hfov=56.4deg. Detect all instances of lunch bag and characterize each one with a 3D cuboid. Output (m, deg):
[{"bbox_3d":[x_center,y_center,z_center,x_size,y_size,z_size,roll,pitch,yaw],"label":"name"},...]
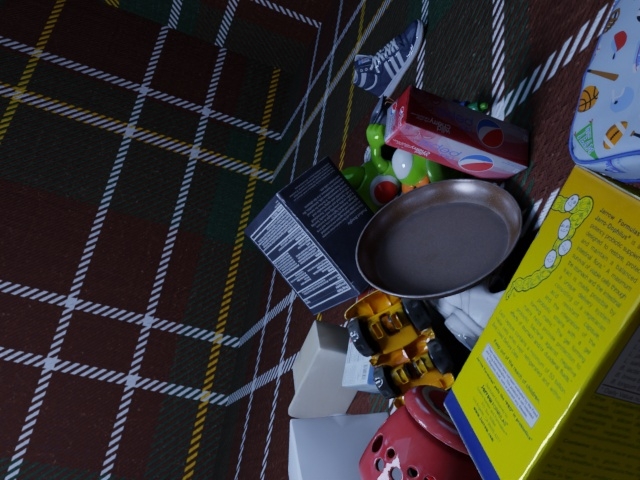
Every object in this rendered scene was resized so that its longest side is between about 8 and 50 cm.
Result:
[{"bbox_3d":[0.456,-0.214,0.755,0.243,0.115,0.303,-179,106,-71],"label":"lunch bag"}]

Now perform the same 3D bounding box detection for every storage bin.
[{"bbox_3d":[0.203,-0.359,1.744,0.135,0.091,0.098,-76,13,-52],"label":"storage bin"}]

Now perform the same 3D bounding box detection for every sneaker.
[{"bbox_3d":[0.179,-0.257,1.638,0.270,0.090,0.145,105,166,-49],"label":"sneaker"},{"bbox_3d":[0.204,-0.584,1.883,0.099,0.153,0.282,-91,24,-46],"label":"sneaker"},{"bbox_3d":[0.275,0.109,1.094,0.129,0.111,0.297,-49,19,5],"label":"sneaker"}]

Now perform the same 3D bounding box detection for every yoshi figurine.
[{"bbox_3d":[0.175,-0.200,1.500,0.362,0.203,0.203,-24,4,37],"label":"yoshi figurine"}]

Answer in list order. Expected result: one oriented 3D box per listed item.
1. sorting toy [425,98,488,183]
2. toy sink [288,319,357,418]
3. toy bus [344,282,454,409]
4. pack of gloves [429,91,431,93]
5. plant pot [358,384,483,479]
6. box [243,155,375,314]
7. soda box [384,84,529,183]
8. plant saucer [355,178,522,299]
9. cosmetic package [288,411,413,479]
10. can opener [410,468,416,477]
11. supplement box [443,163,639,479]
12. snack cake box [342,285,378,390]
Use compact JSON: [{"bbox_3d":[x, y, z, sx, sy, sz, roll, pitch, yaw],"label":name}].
[{"bbox_3d":[0.302,-0.142,1.253,0.126,0.127,0.366,-10,64,46],"label":"sorting toy"},{"bbox_3d":[0.017,0.348,1.578,0.131,0.152,0.234,-104,33,-61],"label":"toy sink"},{"bbox_3d":[0.168,0.198,1.188,0.149,0.220,0.211,-30,-9,13],"label":"toy bus"},{"bbox_3d":[0.239,-0.274,1.654,0.232,0.046,0.195,123,157,-43],"label":"pack of gloves"},{"bbox_3d":[0.181,0.343,0.971,0.174,0.191,0.191,-65,17,10],"label":"plant pot"},{"bbox_3d":[0.000,0.000,1.474,0.182,0.294,0.296,-39,2,-27],"label":"box"},{"bbox_3d":[0.256,-0.193,1.118,0.092,0.263,0.083,141,142,-63],"label":"soda box"},{"bbox_3d":[0.218,0.002,1.107,0.311,0.310,0.050,-90,-22,-51],"label":"plant saucer"},{"bbox_3d":[0.066,0.500,1.083,0.385,0.217,0.156,-108,19,-64],"label":"cosmetic package"},{"bbox_3d":[0.186,0.365,1.159,0.073,0.059,0.186,120,161,-64],"label":"can opener"},{"bbox_3d":[0.328,0.127,0.686,0.195,0.194,0.357,-110,40,-64],"label":"supplement box"},{"bbox_3d":[0.138,0.222,1.415,0.152,0.089,0.264,141,143,-66],"label":"snack cake box"}]
